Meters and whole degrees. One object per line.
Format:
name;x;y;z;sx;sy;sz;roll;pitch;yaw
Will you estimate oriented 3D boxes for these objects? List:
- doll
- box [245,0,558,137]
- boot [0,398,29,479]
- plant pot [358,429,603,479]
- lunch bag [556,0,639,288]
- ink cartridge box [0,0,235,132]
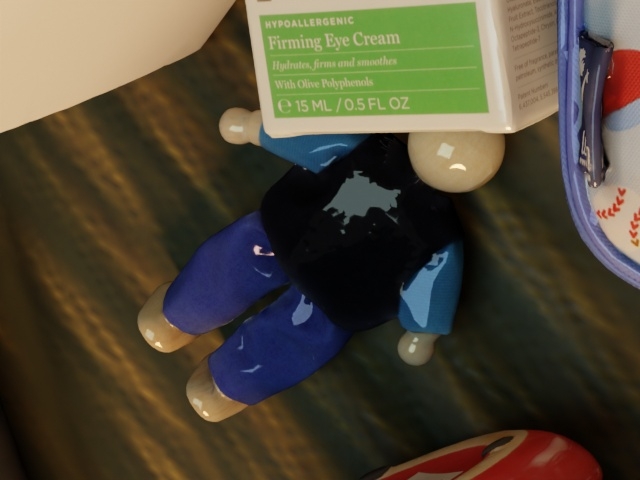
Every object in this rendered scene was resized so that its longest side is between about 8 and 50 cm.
doll;0.000;0.000;0.711;0.189;0.046;0.129;-37;87;37
box;0.041;-0.088;0.616;0.101;0.102;0.087;1;107;34
boot;-0.124;0.196;0.820;0.367;0.146;0.445;-15;95;34
plant pot;0.054;0.175;0.656;0.191;0.191;0.174;-24;91;37
lunch bag;0.205;-0.090;0.506;0.303;0.115;0.243;9;111;28
ink cartridge box;-0.093;-0.200;0.601;0.198;0.197;0.270;47;126;8
